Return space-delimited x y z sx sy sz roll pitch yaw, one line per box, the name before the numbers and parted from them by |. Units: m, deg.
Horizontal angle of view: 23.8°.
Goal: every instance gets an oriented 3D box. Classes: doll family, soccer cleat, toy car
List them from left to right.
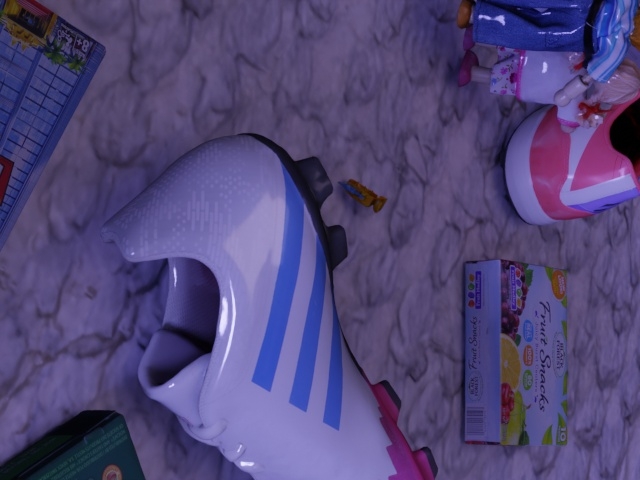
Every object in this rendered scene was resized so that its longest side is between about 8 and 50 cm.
soccer cleat | -0.033 0.097 0.925 0.143 0.116 0.331 -31 114 -24
toy car | 0.000 0.000 1.026 0.040 0.060 0.122 33 29 5
doll family | 0.186 -0.191 1.087 0.118 0.163 0.263 -50 148 -64
soccer cleat | 0.265 -0.125 1.278 0.318 0.116 0.109 -51 124 -40

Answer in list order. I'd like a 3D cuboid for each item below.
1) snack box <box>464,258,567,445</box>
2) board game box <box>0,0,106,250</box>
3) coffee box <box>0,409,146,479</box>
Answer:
snack box | 0.154 0.089 1.186 0.100 0.037 0.141 9 80 -51
board game box | -0.213 -0.049 0.739 0.194 0.060 0.194 31 63 -45
coffee box | -0.129 0.200 0.833 0.113 0.040 0.184 -34 112 -46
